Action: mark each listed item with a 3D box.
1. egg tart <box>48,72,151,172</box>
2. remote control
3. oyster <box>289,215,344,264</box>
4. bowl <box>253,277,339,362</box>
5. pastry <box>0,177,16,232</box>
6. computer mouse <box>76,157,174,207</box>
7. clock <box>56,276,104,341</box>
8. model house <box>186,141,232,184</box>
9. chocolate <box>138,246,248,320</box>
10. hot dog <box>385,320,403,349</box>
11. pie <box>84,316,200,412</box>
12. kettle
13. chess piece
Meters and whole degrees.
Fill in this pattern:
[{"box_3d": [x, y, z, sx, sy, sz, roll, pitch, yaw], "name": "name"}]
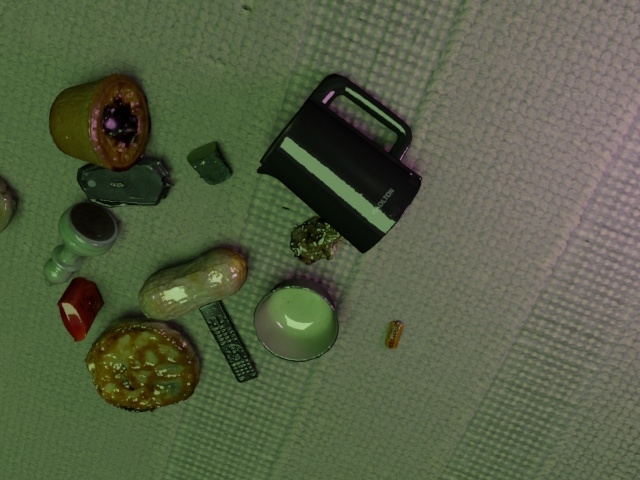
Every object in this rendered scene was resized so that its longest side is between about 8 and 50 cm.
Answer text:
[{"box_3d": [-0.485, -0.263, 1.692, 0.170, 0.215, 0.215, 7, 116, 22], "name": "egg tart"}, {"box_3d": [-0.234, 0.263, 1.979, 0.063, 0.025, 0.245, -18, 110, 16], "name": "remote control"}, {"box_3d": [0.005, -0.005, 1.805, 0.177, 0.056, 0.106, -23, 101, 23], "name": "oyster"}, {"box_3d": [-0.050, 0.179, 1.862, 0.211, 0.112, 0.212, 4, 115, 9], "name": "bowl"}, {"box_3d": [-0.829, -0.083, 1.864, 0.165, 0.088, 0.166, -8, 112, -20], "name": "pastry"}, {"box_3d": [-0.458, -0.148, 1.804, 0.231, 0.071, 0.126, -1, 128, 1], "name": "computer mouse"}, {"box_3d": [-0.601, 0.170, 1.927, 0.061, 0.155, 0.113, -15, 112, 5], "name": "clock"}, {"box_3d": [-0.256, -0.172, 1.771, 0.078, 0.066, 0.083, -25, 126, 8], "name": "model house"}, {"box_3d": [-0.317, 0.108, 1.862, 0.309, 0.134, 0.134, -21, 109, 20], "name": "chocolate"}, {"box_3d": [0.183, 0.236, 1.901, 0.037, 0.021, 0.083, 11, 117, 3], "name": "hot dog"}, {"box_3d": [-0.462, 0.329, 2.016, 0.314, 0.092, 0.315, 3, 119, 5], "name": "pie"}, {"box_3d": [0.057, -0.164, 1.643, 0.308, 0.203, 0.262, 39, 117, -6], "name": "kettle"}, {"box_3d": [-0.620, 0.033, 1.896, 0.139, 0.139, 0.271, 40, 126, -10], "name": "chess piece"}]
